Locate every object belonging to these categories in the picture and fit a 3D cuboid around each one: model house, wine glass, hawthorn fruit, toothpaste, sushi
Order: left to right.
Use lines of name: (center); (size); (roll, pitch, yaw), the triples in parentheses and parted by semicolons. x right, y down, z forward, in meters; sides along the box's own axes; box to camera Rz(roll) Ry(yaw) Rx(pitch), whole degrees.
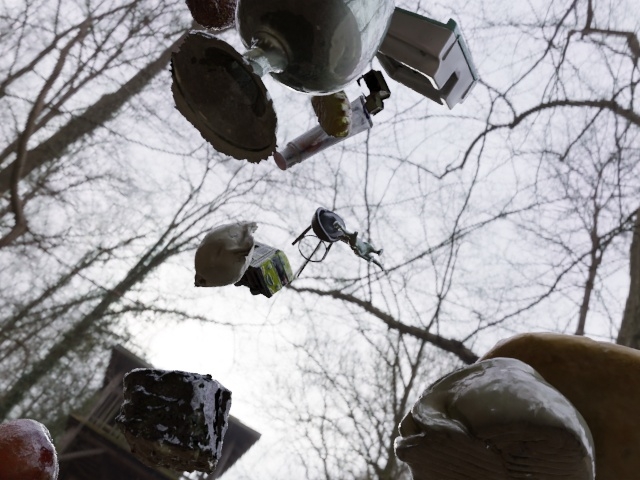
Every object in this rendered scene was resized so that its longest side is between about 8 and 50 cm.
hawthorn fruit: (-0.590, 0.425, 1.199); (0.169, 0.188, 0.168); (30, -51, 46)
sushi: (-0.285, 0.363, 1.274); (0.211, 0.170, 0.350); (7, -26, -4)
wine glass: (-0.044, -0.294, 0.940); (0.238, 0.323, 0.238); (33, -29, 21)
toothpaste: (0.014, -0.290, 1.767); (0.066, 0.323, 0.100); (13, -50, 57)
model house: (0.116, -0.308, 1.341); (0.057, 0.058, 0.083); (-30, -99, 29)

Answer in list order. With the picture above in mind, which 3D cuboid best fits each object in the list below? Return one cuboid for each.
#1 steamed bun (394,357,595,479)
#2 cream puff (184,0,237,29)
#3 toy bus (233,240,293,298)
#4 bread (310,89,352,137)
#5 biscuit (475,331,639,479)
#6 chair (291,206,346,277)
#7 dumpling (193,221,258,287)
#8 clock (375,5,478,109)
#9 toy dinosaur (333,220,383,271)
steamed bun: (0.302, 0.342, 1.109); (0.310, 0.219, 0.324); (-15, -60, 20)
cream puff: (-0.229, -0.540, 1.414); (0.149, 0.149, 0.084); (43, -26, -15)
toy bus: (-0.209, 0.083, 2.109); (0.262, 0.150, 0.128); (17, -46, 51)
bread: (0.033, -0.329, 1.565); (0.083, 0.157, 0.094); (-9, -48, -21)
biscuit: (0.462, 0.379, 1.216); (0.446, 0.104, 0.428); (19, -73, 30)
chair: (-0.001, 0.000, 1.634); (0.095, 0.104, 0.221); (-4, -28, -21)
dumpling: (-0.189, 0.022, 1.307); (0.199, 0.136, 0.118); (-29, -65, 36)
clock: (0.207, -0.403, 1.411); (0.231, 0.116, 0.262); (30, 0, 26)
toy dinosaur: (0.079, 0.015, 1.372); (0.106, 0.044, 0.187); (28, -5, 20)
